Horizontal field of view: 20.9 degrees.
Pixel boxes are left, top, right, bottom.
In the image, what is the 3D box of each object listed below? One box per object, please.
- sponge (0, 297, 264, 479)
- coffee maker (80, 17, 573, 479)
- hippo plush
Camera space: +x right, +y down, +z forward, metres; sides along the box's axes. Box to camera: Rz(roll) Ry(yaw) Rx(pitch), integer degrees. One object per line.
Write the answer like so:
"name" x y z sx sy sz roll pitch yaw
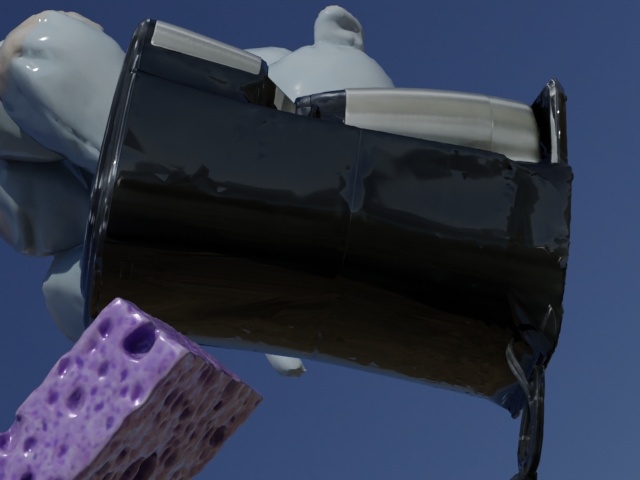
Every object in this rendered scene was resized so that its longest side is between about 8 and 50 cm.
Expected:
"sponge" -0.106 0.113 0.548 0.210 0.031 0.117 -50 -14 -4
"coffee maker" 0.000 0.000 0.669 0.171 0.178 0.120 -89 9 -56
"hippo plush" -0.066 -0.074 1.112 0.236 0.294 0.234 -35 -72 -31
